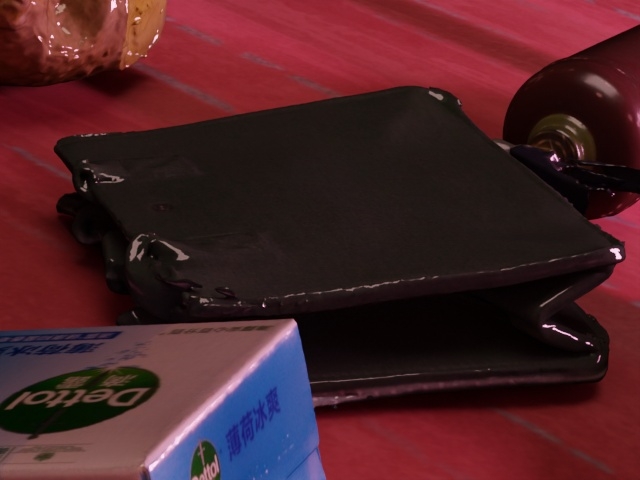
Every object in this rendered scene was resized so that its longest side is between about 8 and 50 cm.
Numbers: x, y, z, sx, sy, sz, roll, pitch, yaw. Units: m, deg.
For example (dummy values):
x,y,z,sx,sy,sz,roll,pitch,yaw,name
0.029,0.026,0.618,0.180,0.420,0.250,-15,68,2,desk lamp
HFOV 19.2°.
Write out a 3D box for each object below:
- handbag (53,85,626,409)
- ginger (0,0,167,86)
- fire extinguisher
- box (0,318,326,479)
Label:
x,y,z,sx,sy,sz,roll,pitch,yaw,name
0.001,-0.002,0.999,0.260,0.079,0.247,-4,25,-22,handbag
-0.245,-0.167,1.234,0.270,0.123,0.219,6,19,17,ginger
0.206,-0.074,1.197,0.138,0.102,0.344,13,23,29,fire extinguisher
-0.114,0.087,0.692,0.194,0.073,0.139,-4,17,22,box
